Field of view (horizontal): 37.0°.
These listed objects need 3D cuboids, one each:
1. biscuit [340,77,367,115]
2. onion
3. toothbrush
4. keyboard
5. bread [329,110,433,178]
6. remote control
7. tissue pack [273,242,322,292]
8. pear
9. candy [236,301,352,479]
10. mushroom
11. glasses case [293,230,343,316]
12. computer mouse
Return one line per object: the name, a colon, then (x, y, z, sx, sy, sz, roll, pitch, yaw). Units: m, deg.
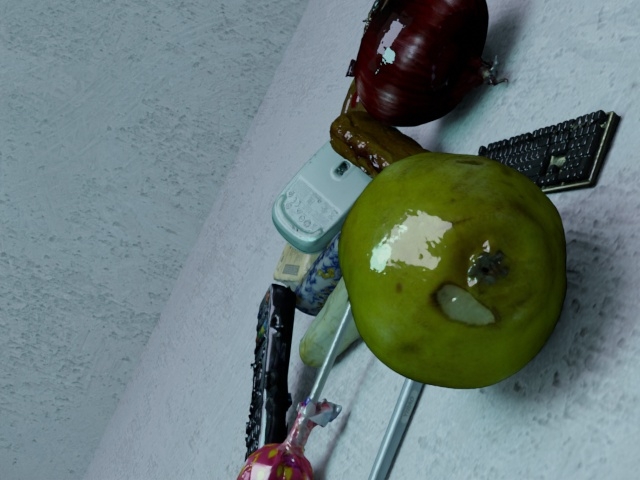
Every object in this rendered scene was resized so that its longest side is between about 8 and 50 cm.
biscuit: (0.135, -0.333, 1.983, 0.394, 0.070, 0.350, -40, 29, 55)
onion: (0.194, -0.298, 1.561, 0.273, 0.285, 0.273, -47, -26, -31)
toothbrush: (0.071, 0.324, 1.261, 0.030, 0.025, 0.342, -4, 62, 65)
keyboard: (0.277, -0.106, 1.256, 0.106, 0.027, 0.317, -68, 15, -10)
bread: (0.122, -0.125, 1.563, 0.344, 0.124, 0.084, 43, 132, 50)
remote control: (-0.086, 0.272, 1.662, 0.144, 0.062, 0.399, 123, 154, -60)
tissue pack: (0.000, 0.000, 1.874, 0.222, 0.090, 0.186, -69, 18, -10)
pear: (0.143, 0.032, 1.067, 0.321, 0.269, 0.269, 125, 167, -76)
candy: (-0.022, 0.263, 1.466, 0.365, 0.124, 0.124, -67, 16, -1)
mushroom: (0.056, 0.104, 1.549, 0.333, 0.087, 0.107, -48, 23, 50)
glasses case: (0.032, 0.054, 1.692, 0.248, 0.086, 0.065, -54, 23, 42)
computer mouse: (0.044, -0.098, 1.751, 0.288, 0.097, 0.159, -49, 58, 1)
